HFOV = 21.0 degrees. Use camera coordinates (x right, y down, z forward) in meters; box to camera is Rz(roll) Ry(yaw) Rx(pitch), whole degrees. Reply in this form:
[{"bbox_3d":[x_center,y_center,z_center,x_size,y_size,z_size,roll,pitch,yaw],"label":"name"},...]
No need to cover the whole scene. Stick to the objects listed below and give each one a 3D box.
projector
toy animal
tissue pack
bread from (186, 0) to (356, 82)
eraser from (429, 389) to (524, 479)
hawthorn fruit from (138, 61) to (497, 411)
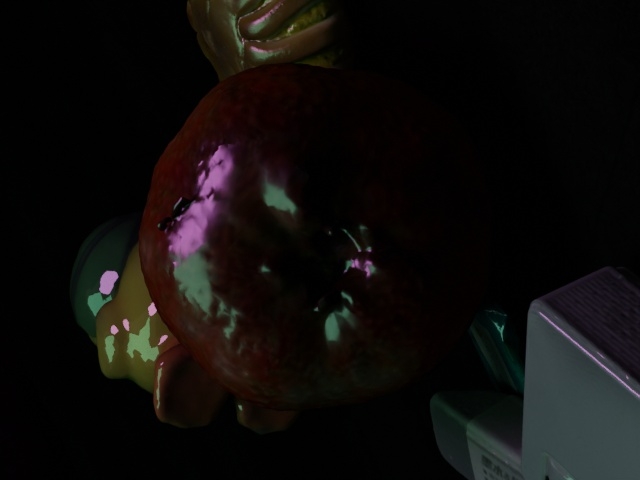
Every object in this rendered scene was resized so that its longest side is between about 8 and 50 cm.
[{"bbox_3d":[0.253,0.159,1.199,0.256,0.099,0.192,42,145,42],"label":"projector"},{"bbox_3d":[-0.156,0.072,1.928,0.338,0.216,0.191,39,120,54],"label":"toy animal"},{"bbox_3d":[0.155,0.093,1.456,0.085,0.028,0.138,18,134,65],"label":"tissue pack"},{"bbox_3d":[-0.051,-0.194,1.519,0.213,0.104,0.213,45,147,39],"label":"bread"},{"bbox_3d":[0.216,0.217,1.371,0.352,0.061,0.089,35,149,45],"label":"eraser"},{"bbox_3d":[0.000,0.000,1.428,0.285,0.284,0.369,63,179,6],"label":"hawthorn fruit"}]
